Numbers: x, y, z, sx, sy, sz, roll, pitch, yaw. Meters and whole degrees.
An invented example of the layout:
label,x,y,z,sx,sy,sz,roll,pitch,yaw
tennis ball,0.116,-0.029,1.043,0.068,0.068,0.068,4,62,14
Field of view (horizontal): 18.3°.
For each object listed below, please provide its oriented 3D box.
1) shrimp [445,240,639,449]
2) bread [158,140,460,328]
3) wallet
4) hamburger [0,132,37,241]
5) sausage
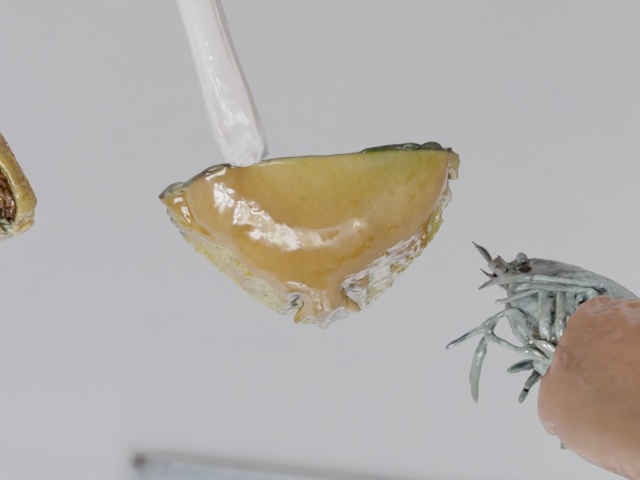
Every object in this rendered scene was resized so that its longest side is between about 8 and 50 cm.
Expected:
label,x,y,z,sx,sy,sz,roll,pitch,yaw
shrimp,0.283,0.117,1.964,0.166,0.410,0.221,-51,-41,-24
bread,-0.005,0.008,1.668,0.174,0.252,0.133,100,165,-76
wallet,-0.072,-0.135,1.252,0.095,0.033,0.190,62,-169,-81
hamburger,-0.184,-0.033,1.063,0.076,0.044,0.083,61,170,3
sausage,0.219,0.096,0.892,0.086,0.289,0.086,-18,-63,-40
